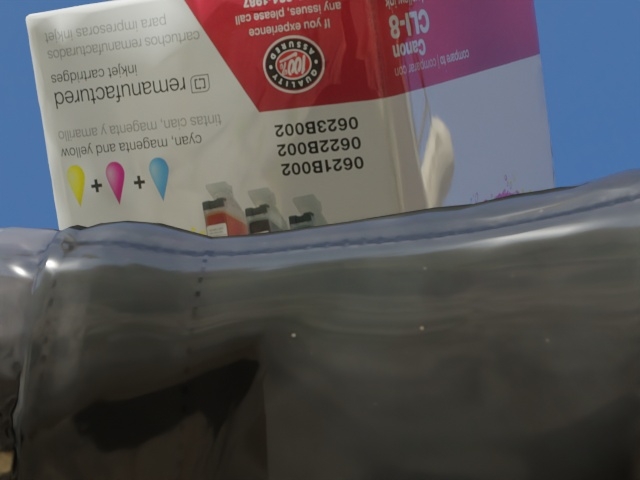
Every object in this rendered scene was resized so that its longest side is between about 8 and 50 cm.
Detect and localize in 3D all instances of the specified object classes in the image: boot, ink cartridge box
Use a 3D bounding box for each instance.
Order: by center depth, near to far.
[{"bbox_3d":[0.036,0.139,0.462,0.284,0.138,0.377,-11,-63,12],"label":"boot"},{"bbox_3d":[0.000,0.000,0.609,0.128,0.127,0.176,-4,-81,28],"label":"ink cartridge box"}]
